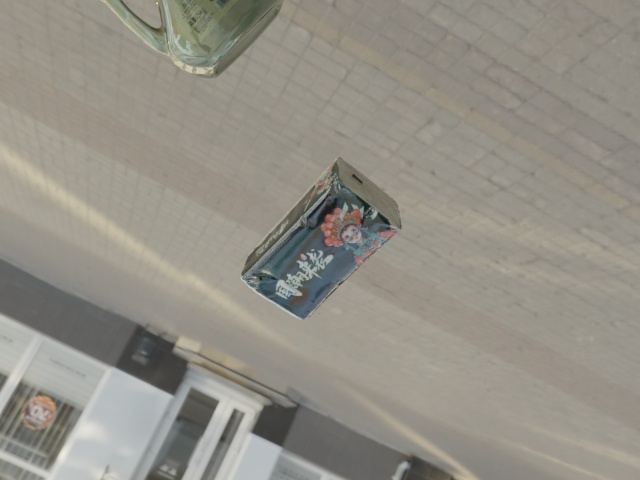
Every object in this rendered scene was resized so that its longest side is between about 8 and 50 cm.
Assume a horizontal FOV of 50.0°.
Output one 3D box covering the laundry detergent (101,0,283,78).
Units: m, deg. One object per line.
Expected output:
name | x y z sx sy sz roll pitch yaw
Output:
laundry detergent | -0.177 -0.322 0.798 0.253 0.181 0.091 42 173 -4

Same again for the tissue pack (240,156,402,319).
tissue pack | 0.000 0.001 0.790 0.103 0.090 0.170 36 115 -19
